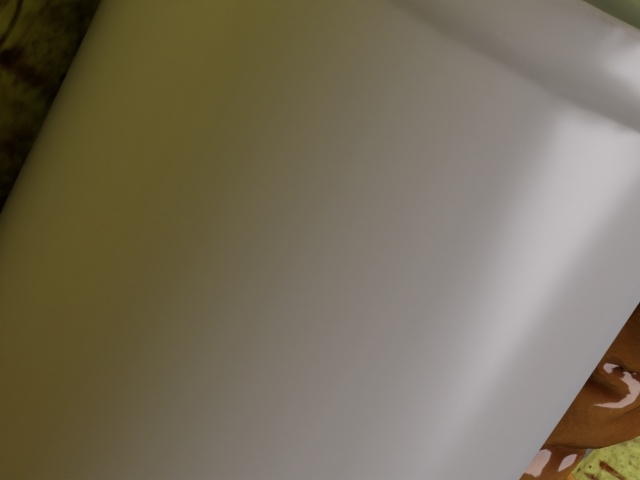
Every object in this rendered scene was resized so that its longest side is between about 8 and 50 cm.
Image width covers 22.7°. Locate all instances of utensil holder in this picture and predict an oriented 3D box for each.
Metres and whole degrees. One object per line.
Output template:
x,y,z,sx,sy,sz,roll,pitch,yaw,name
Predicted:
0.000,0.000,0.836,0.385,0.328,0.327,-60,160,17,utensil holder

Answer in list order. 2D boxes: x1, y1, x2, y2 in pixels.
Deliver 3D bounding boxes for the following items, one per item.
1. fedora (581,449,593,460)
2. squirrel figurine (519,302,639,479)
0.318,0.232,2.232,0.275,0.124,0.243,-32,148,-33,fedora
0.220,0.080,1.413,0.397,0.281,0.370,12,155,-42,squirrel figurine
